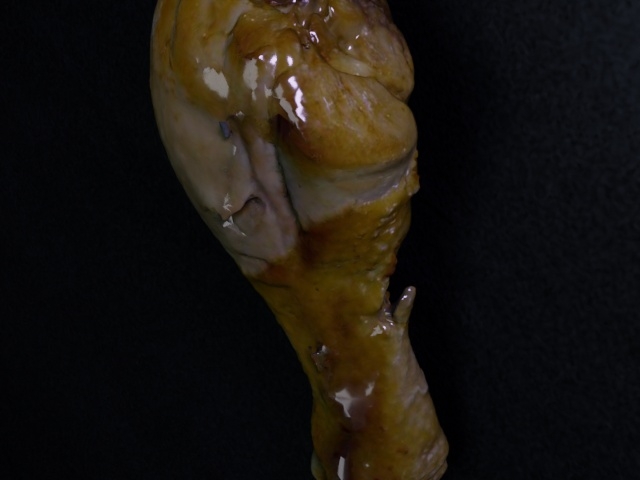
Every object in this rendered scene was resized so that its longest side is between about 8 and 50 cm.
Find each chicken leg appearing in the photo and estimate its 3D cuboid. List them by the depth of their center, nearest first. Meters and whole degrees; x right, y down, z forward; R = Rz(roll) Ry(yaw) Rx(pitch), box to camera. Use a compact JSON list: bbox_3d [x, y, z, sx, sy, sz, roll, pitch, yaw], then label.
[{"bbox_3d":[0.000,0.000,0.768,0.201,0.152,0.429,14,124,56],"label":"chicken leg"}]
